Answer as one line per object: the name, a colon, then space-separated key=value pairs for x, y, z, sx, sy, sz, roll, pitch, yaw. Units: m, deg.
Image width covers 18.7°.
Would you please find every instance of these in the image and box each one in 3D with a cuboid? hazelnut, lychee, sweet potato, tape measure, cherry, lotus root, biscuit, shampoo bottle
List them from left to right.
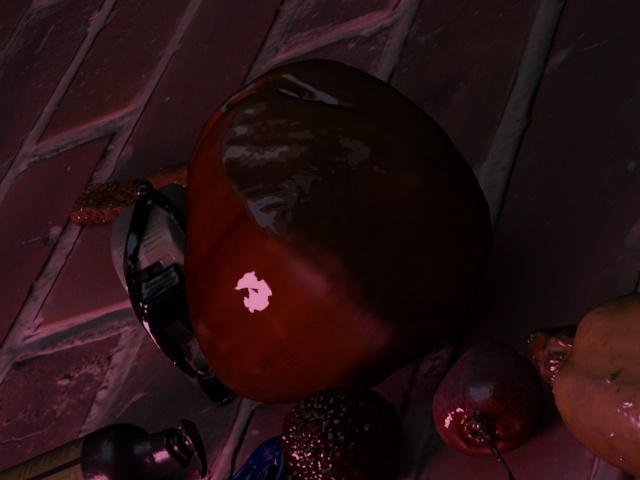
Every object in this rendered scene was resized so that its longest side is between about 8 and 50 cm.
shampoo bottle: x=-0.245 y=0.261 z=2.104 sx=0.284 sy=0.101 sz=0.101 roll=-25 pitch=31 yaw=25
biscuit: x=-0.272 y=-0.052 z=2.660 sx=0.199 sy=0.034 sz=0.064 roll=-2 pitch=44 yaw=48
tape measure: x=-0.149 y=0.042 z=2.207 sx=0.115 sy=0.207 sz=0.235 roll=-29 pitch=27 yaw=12
sweet potato: x=-0.167 y=-0.074 z=2.529 sx=0.206 sy=0.060 sz=0.068 roll=-2 pitch=61 yaw=33
hazelnut: x=0.000 y=0.000 z=1.998 sx=0.372 sy=0.315 sz=0.372 roll=-60 pitch=12 yaw=21
lychee: x=0.020 y=0.195 z=1.870 sx=0.123 sy=0.123 sz=0.129 roll=-3 pitch=45 yaw=48
cherry: x=0.150 y=0.184 z=1.776 sx=0.107 sy=0.090 sz=0.225 roll=-10 pitch=47 yaw=23
lotus root: x=0.303 y=0.123 z=1.614 sx=0.342 sy=0.151 sz=0.169 roll=5 pitch=63 yaw=53

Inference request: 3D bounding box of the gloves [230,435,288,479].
gloves: x=-0.058 y=0.238 z=1.996 sx=0.086 sy=0.026 sz=0.064 roll=-42 pitch=30 yaw=-7
